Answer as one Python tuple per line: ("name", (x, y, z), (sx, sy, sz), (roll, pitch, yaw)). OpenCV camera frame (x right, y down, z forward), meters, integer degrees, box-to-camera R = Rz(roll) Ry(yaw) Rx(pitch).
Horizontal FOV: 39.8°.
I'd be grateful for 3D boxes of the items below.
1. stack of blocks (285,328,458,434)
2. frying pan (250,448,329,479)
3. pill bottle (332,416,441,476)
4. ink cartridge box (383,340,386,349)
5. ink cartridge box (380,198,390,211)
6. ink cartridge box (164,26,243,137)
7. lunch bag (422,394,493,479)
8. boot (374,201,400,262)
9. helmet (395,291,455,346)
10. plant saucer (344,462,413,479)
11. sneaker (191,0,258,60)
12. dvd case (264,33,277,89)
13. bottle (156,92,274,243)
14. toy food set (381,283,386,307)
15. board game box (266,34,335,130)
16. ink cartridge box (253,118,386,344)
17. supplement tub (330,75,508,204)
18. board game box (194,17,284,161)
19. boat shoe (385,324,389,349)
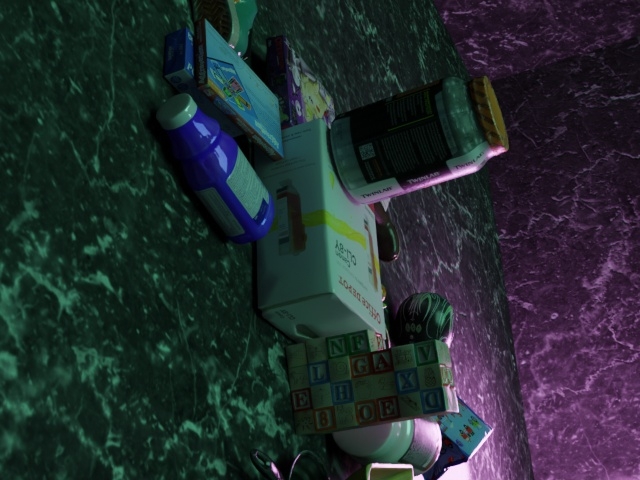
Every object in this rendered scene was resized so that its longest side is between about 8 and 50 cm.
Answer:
("stack of blocks", (0.093, 0.256, 1.647), (0.087, 0.297, 0.171), (26, 54, -63))
("frying pan", (-0.049, 0.457, 1.497), (0.326, 0.053, 0.197), (28, 51, -62))
("pill bottle", (0.139, 0.402, 1.859), (0.283, 0.161, 0.161), (40, 41, -58))
("ink cartridge box", (0.112, 0.269, 2.029), (0.122, 0.052, 0.089), (17, 61, -65))
("ink cartridge box", (0.144, -0.138, 2.370), (0.135, 0.056, 0.099), (-64, 135, -60))
("ink cartridge box", (-0.205, -0.278, 1.592), (0.207, 0.046, 0.097), (46, 34, -52))
("lunch bag", (0.258, 0.411, 2.161), (0.293, 0.138, 0.221), (54, 24, 10))
("boot", (0.114, -0.071, 2.172), (0.207, 0.090, 0.249), (44, 22, -74))
("helmet", (0.277, 0.215, 2.334), (0.169, 0.169, 0.162), (34, 62, -60))
("plant saucer", (0.094, 0.586, 1.657), (0.333, 0.080, 0.333), (35, 57, -66))
("sneaker", (-0.186, -0.487, 1.708), (0.121, 0.108, 0.302), (18, 68, -67))
("dvd case", (-0.080, -0.331, 1.984), (0.165, 0.018, 0.221), (56, 27, -44))
("bottle", (-0.176, -0.121, 1.496), (0.118, 0.092, 0.283), (-84, 151, -43))
("toy food set", (0.097, 0.114, 2.042), (0.132, 0.038, 0.192), (-9, 84, -40))
("board game box", (-0.033, -0.289, 1.980), (0.347, 0.056, 0.208), (37, 49, -67))
("ink cartridge box", (0.000, 0.000, 1.769), (0.279, 0.160, 0.385), (45, 37, -55))
("supplement tub", (0.194, -0.200, 1.734), (0.193, 0.315, 0.194), (51, 30, -46))
("board game box", (-0.147, -0.270, 1.631), (0.281, 0.027, 0.145), (42, 35, -56))
("boat shoe", (0.126, 0.195, 2.115), (0.153, 0.056, 0.048), (61, 23, -12))
